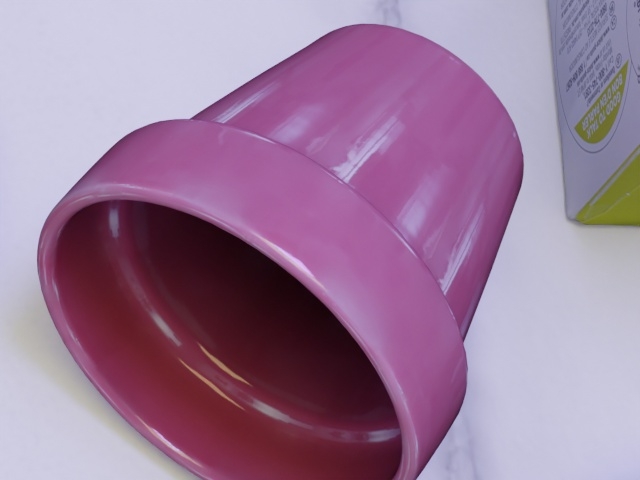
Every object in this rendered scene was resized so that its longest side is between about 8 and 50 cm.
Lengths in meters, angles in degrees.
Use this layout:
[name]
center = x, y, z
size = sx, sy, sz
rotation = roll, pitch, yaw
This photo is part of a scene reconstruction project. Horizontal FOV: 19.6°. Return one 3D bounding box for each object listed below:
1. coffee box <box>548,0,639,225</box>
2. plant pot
[coffee box]
center = 0.311, -0.206, 0.907
size = 0.338, 0.338, 0.334
rotation = 0, 72, -10
[plant pot]
center = 0.000, 0.000, 0.872
size = 0.201, 0.201, 0.180
rotation = 37, 55, 3
